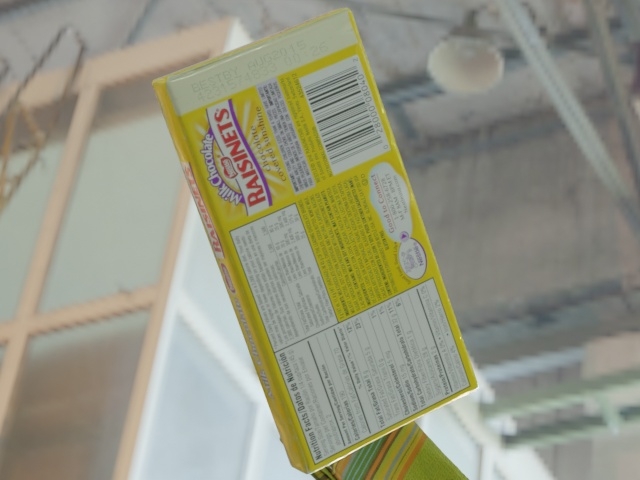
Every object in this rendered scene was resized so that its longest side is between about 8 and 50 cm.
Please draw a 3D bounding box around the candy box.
[{"bbox_3d":[0.000,0.000,0.937,0.027,0.105,0.206,8,-61,67],"label":"candy box"}]

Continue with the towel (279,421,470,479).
[{"bbox_3d":[0.075,0.174,1.220,0.237,0.102,0.021,47,-51,-11],"label":"towel"}]
